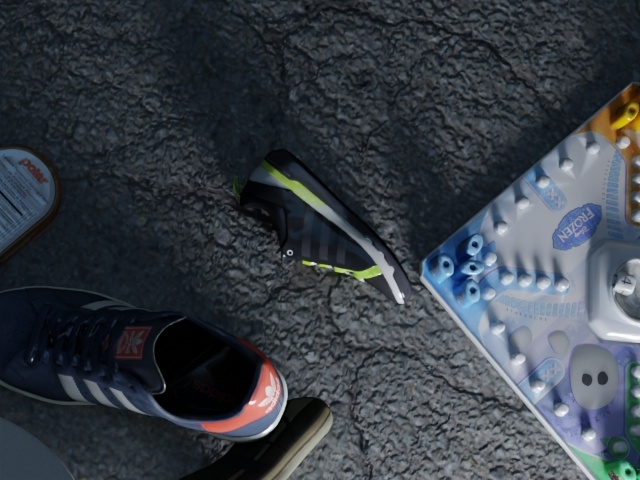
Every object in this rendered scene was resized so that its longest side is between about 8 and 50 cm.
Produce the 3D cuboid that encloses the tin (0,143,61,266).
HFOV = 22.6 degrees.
[{"bbox_3d":[-0.363,-0.025,1.731,0.190,0.040,0.106,-43,93,-20],"label":"tin"}]

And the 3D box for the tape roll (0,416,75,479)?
[{"bbox_3d":[-0.395,0.341,1.526,0.392,0.072,0.392,-3,57,5],"label":"tape roll"}]

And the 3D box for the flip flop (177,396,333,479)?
[{"bbox_3d":[-0.086,0.272,1.694,0.277,0.112,0.080,-41,123,-29],"label":"flip flop"}]

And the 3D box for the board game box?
[{"bbox_3d":[0.377,0.059,1.878,0.390,0.050,0.390,-39,87,-20],"label":"board game box"}]

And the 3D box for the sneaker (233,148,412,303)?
[{"bbox_3d":[0.000,0.000,1.802,0.235,0.084,0.097,44,95,1],"label":"sneaker"}]

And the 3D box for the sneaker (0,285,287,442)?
[{"bbox_3d":[-0.204,0.112,1.653,0.350,0.148,0.131,12,74,3],"label":"sneaker"}]
